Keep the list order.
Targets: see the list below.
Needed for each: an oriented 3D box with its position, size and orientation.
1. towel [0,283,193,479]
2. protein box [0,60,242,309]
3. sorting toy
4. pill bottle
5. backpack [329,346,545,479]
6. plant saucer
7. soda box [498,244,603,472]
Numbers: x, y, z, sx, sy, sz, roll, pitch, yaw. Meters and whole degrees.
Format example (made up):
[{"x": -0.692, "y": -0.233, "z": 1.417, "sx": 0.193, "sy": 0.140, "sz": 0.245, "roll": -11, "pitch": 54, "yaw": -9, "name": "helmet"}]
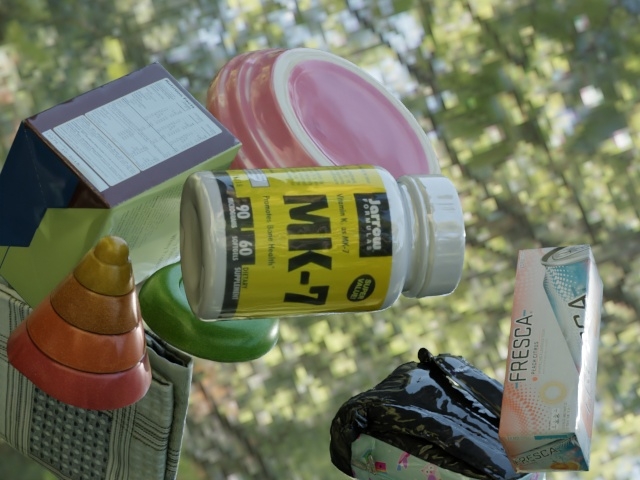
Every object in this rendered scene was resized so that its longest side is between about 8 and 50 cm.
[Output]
[{"x": -0.307, "y": 0.198, "z": 2.234, "sx": 0.312, "sy": 0.056, "sz": 0.324, "roll": 31, "pitch": -49, "yaw": 23, "name": "towel"}, {"x": -0.224, "y": -0.049, "z": 1.841, "sx": 0.136, "sy": 0.201, "sz": 0.200, "roll": 45, "pitch": -47, "yaw": 14, "name": "protein box"}, {"x": -0.097, "y": 0.025, "z": 1.485, "sx": 0.127, "sy": 0.365, "sz": 0.126, "roll": 38, "pitch": -56, "yaw": 28, "name": "sorting toy"}, {"x": 0.000, "y": 0.000, "z": 1.391, "sx": 0.119, "sy": 0.208, "sz": 0.119, "roll": 177, "pitch": -90, "yaw": -75, "name": "pill bottle"}, {"x": 0.116, "y": 0.189, "z": 1.546, "sx": 0.182, "sy": 0.152, "sz": 0.115, "roll": 24, "pitch": -47, "yaw": 33, "name": "backpack"}, {"x": 0.022, "y": -0.106, "z": 2.058, "sx": 0.084, "sy": 0.332, "sz": 0.332, "roll": -44, "pitch": -116, "yaw": 32, "name": "plant saucer"}, {"x": 0.184, "y": 0.092, "z": 1.389, "sx": 0.058, "sy": 0.063, "sz": 0.183, "roll": 63, "pitch": 30, "yaw": -47, "name": "soda box"}]
